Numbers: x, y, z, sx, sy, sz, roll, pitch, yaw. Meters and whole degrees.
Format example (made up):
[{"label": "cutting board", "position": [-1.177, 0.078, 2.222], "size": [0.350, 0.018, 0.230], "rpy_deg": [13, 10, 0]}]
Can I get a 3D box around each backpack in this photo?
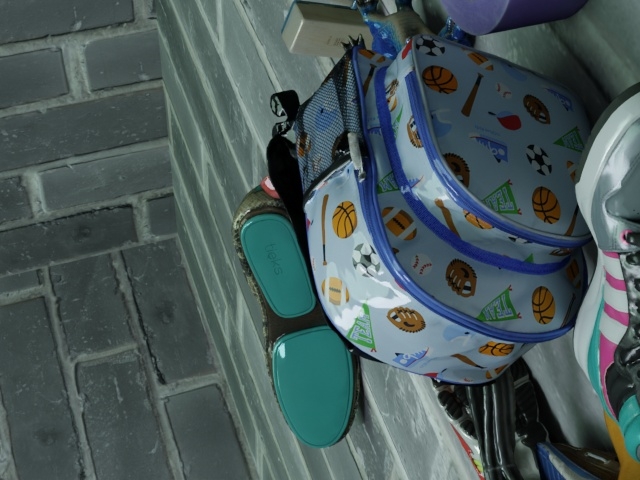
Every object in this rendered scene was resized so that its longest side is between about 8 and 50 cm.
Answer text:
[{"label": "backpack", "position": [0.111, -0.021, 0.880], "size": [0.213, 0.276, 0.263], "rpy_deg": [137, 137, -54]}]

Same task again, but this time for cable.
[{"label": "cable", "position": [0.193, 0.242, 1.017], "size": [0.139, 0.072, 0.287], "rpy_deg": [105, 159, -63]}]

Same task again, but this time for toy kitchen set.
[{"label": "toy kitchen set", "position": [0.025, -0.357, 1.302], "size": [0.207, 0.122, 0.166], "rpy_deg": [-63, 38, 39]}]

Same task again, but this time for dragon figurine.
[{"label": "dragon figurine", "position": [0.088, -0.188, 1.195], "size": [0.289, 0.085, 0.144], "rpy_deg": [113, 142, -65]}]

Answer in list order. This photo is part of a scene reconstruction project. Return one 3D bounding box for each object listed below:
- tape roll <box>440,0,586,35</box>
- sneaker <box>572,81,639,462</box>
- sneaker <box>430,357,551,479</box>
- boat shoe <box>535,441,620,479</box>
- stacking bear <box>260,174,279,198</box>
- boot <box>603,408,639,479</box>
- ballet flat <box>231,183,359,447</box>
[{"label": "tape roll", "position": [0.153, -0.271, 0.878], "size": [0.189, 0.080, 0.189], "rpy_deg": [166, 90, -76]}, {"label": "sneaker", "position": [0.246, 0.051, 0.713], "size": [0.178, 0.123, 0.296], "rpy_deg": [-112, 9, -48]}, {"label": "sneaker", "position": [0.193, 0.225, 1.143], "size": [0.118, 0.107, 0.279], "rpy_deg": [87, 164, -53]}, {"label": "boat shoe", "position": [0.254, 0.226, 0.969], "size": [0.183, 0.066, 0.066], "rpy_deg": [-143, 39, -77]}, {"label": "stacking bear", "position": [0.095, 0.004, 1.113], "size": [0.289, 0.175, 0.164], "rpy_deg": [54, -175, -2]}, {"label": "boot", "position": [0.223, 0.223, 0.791], "size": [0.295, 0.211, 0.104], "rpy_deg": [-119, 22, -48]}, {"label": "ballet flat", "position": [-0.033, 0.119, 1.832], "size": [0.182, 0.164, 0.483], "rpy_deg": [-85, -19, -66]}]
